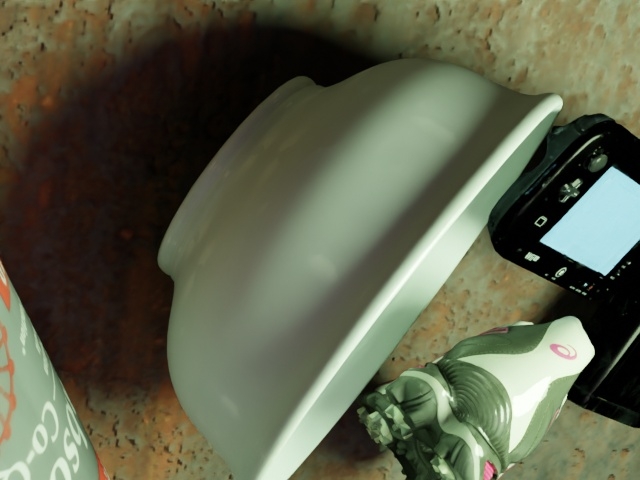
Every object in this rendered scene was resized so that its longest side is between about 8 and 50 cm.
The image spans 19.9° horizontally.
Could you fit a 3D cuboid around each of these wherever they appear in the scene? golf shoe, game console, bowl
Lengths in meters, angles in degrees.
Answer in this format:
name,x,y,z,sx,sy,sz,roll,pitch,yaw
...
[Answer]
name,x,y,z,sx,sy,sz,roll,pitch,yaw
golf shoe,0.099,0.114,1.162,0.120,0.273,0.105,-32,86,-11
game console,0.204,0.012,1.205,0.213,0.044,0.361,-55,148,7
bowl,0.000,0.000,1.060,0.298,0.134,0.298,-52,172,-10

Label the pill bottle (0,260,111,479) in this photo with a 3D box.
name,x,y,z,sx,sy,sz,roll,pitch,yaw
pill bottle,-0.227,0.145,1.013,0.210,0.210,0.363,-28,129,-11
